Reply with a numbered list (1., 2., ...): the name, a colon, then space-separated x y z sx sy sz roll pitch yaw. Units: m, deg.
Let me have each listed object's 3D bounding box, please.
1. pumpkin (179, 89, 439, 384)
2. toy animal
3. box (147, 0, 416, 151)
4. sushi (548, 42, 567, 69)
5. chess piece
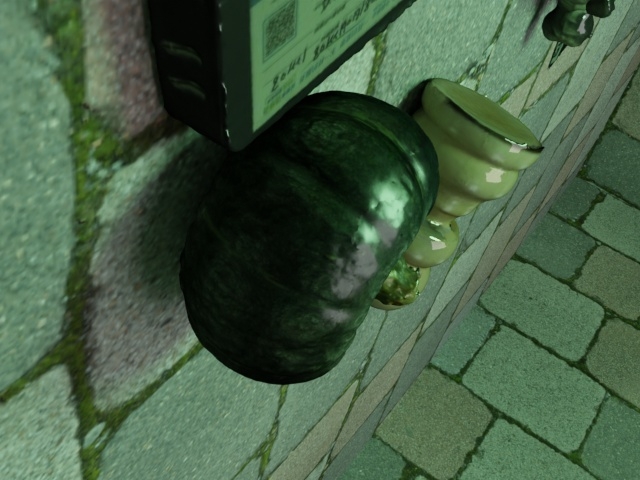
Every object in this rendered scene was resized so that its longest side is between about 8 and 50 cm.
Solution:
1. pumpkin: -0.002 0.000 0.508 0.211 0.152 0.211 -46 171 -9
2. toy animal: 0.337 -0.344 0.910 0.168 0.106 0.343 -61 170 -13
3. box: 0.040 -0.218 0.417 0.350 0.058 0.211 -47 161 -30
4. sushi: 0.503 -0.451 1.234 0.294 0.059 0.292 -51 162 -20
5. chess piece: 0.112 -0.035 0.814 0.261 0.142 0.142 -58 163 24
